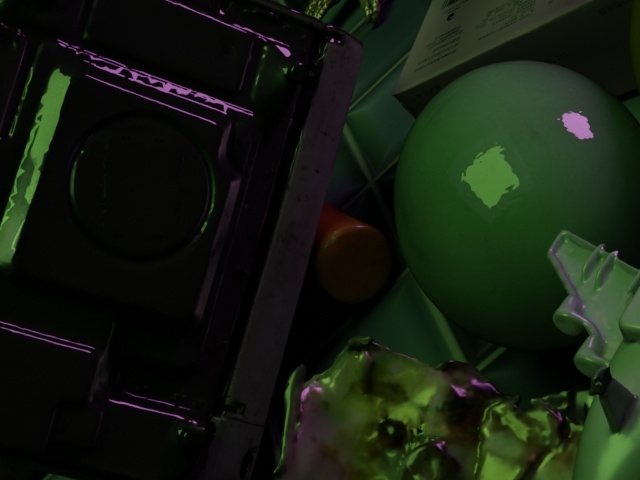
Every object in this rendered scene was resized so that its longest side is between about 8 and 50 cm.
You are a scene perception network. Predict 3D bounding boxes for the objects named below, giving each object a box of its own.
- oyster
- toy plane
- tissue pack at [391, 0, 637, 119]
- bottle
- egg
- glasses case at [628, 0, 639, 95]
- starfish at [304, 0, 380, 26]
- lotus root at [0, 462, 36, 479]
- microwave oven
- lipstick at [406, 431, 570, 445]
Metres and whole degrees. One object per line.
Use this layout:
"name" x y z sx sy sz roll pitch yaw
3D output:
"oyster" 0.073 0.207 0.561 0.201 0.107 0.354 -11 52 8
"toy plane" 0.178 0.029 0.538 0.251 0.101 0.255 9 44 47
"tissue pack" 0.187 -0.172 0.979 0.246 0.092 0.148 -20 36 45
"bottle" 0.000 0.000 1.060 0.069 0.069 0.187 -49 23 -2
"egg" 0.130 -0.027 0.777 0.168 0.168 0.231 -39 24 18
"glasses case" 0.296 -0.175 0.762 0.173 0.141 0.371 -17 39 48
"starfish" 0.036 -0.313 1.466 0.295 0.048 0.231 -13 42 51
"lotus root" -0.362 0.146 1.377 0.375 0.111 0.390 -16 43 50
"microwave oven" -0.177 -0.017 0.975 0.247 0.333 0.394 -1 73 64
"lipstick" 0.148 0.126 0.648 0.304 0.076 0.076 -19 38 47
